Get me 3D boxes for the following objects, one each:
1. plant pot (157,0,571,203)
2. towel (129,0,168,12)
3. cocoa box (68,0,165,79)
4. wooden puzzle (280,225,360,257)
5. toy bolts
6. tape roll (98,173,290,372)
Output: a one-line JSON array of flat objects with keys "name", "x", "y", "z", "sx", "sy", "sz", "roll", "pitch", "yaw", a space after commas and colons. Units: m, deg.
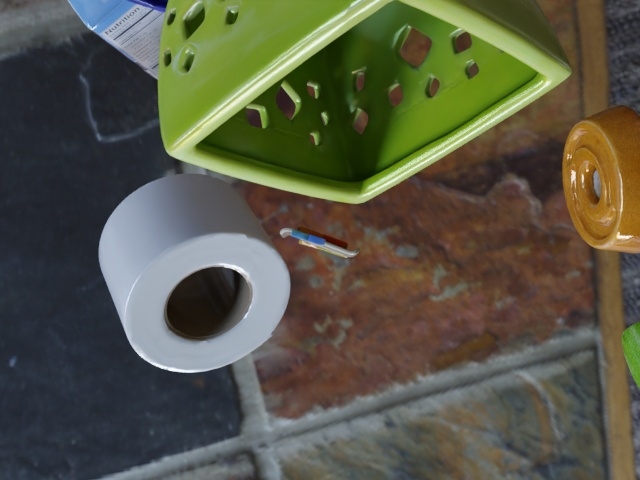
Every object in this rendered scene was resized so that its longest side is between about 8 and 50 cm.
[{"name": "plant pot", "x": 0.016, "y": -0.180, "z": 0.743, "sx": 0.228, "sy": 0.207, "sz": 0.227, "roll": -30, "pitch": 153, "yaw": 34}, {"name": "towel", "x": -0.139, "y": -0.364, "z": 1.001, "sx": 0.308, "sy": 0.228, "sz": 0.076, "roll": -57, "pitch": 149, "yaw": -26}, {"name": "cocoa box", "x": -0.264, "y": -0.435, "z": 1.330, "sx": 0.231, "sy": 0.228, "sz": 0.347, "roll": -39, "pitch": 75, "yaw": 7}, {"name": "wooden puzzle", "x": 0.000, "y": 0.000, "z": 0.903, "sx": 0.079, "sy": 0.116, "sz": 0.014, "roll": 17, "pitch": 88, "yaw": -6}, {"name": "toy bolts", "x": 0.272, "y": -0.036, "z": 0.605, "sx": 0.159, "sy": 0.218, "sz": 0.228, "roll": -8, "pitch": 140, "yaw": -10}, {"name": "tape roll", "x": -0.186, "y": 0.046, "z": 1.440, "sx": 0.246, "sy": 0.169, "sz": 0.246, "roll": -14, "pitch": 128, "yaw": -19}]
